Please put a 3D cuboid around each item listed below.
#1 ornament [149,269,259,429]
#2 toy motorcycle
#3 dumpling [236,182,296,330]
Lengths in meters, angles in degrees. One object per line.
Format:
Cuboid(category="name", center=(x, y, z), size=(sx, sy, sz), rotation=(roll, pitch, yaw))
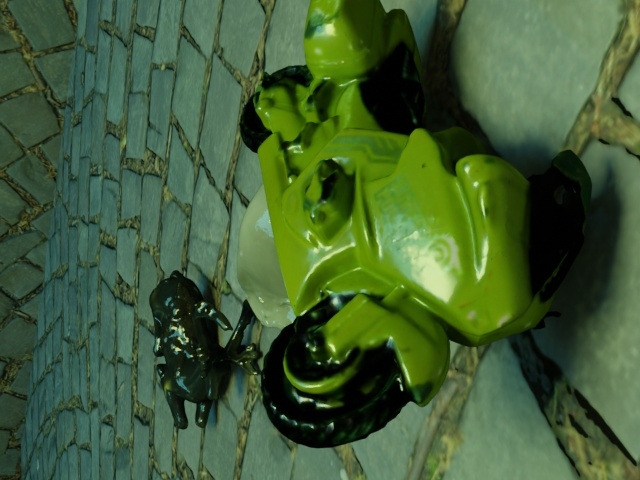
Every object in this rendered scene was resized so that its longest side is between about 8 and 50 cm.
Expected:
Cuboid(category="ornament", center=(-0.134, 0.094, 1.074), size=(0.236, 0.080, 0.202), rotation=(129, 134, -57))
Cuboid(category="toy motorcycle", center=(0.046, -0.039, 0.578), size=(0.342, 0.206, 0.142), rotation=(-101, -6, -46))
Cuboid(category="dumpling", center=(0.000, 0.000, 0.763), size=(0.127, 0.108, 0.188), rotation=(36, 109, 32))
